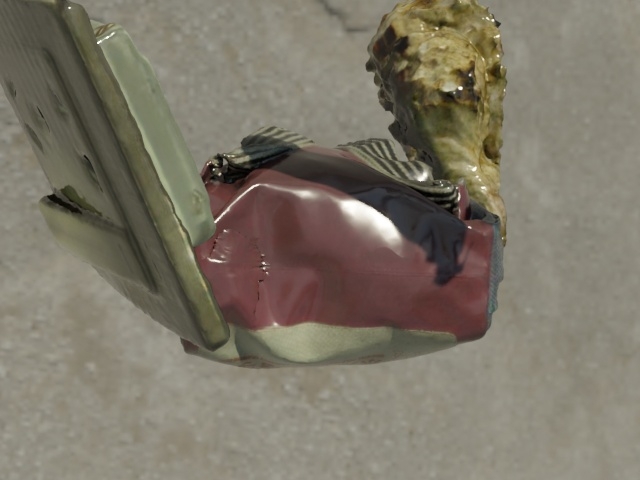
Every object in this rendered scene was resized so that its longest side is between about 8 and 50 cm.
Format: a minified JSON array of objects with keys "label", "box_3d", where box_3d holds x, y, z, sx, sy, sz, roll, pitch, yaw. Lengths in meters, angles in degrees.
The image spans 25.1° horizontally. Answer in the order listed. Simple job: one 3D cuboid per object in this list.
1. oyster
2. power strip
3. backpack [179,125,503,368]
[{"label":"oyster","box_3d":[0.147,-0.134,1.714,0.133,0.198,0.337,-15,85,-31]},{"label":"power strip","box_3d":[-0.146,-0.071,0.990,0.092,0.257,0.251,-26,114,-22]},{"label":"backpack","box_3d":[0.000,0.000,1.258,0.317,0.283,0.197,-121,-144,-80]}]
